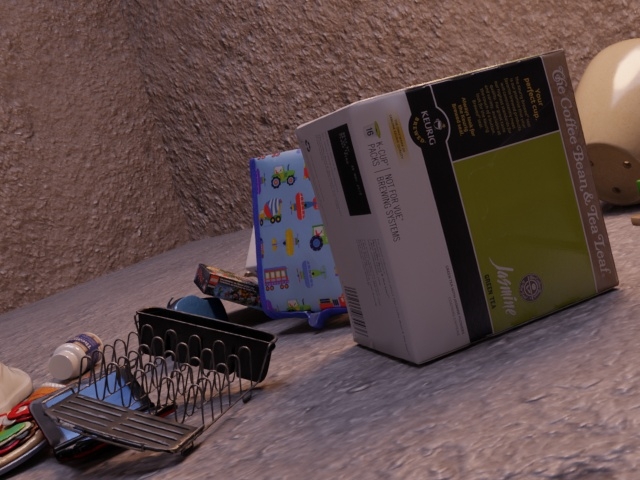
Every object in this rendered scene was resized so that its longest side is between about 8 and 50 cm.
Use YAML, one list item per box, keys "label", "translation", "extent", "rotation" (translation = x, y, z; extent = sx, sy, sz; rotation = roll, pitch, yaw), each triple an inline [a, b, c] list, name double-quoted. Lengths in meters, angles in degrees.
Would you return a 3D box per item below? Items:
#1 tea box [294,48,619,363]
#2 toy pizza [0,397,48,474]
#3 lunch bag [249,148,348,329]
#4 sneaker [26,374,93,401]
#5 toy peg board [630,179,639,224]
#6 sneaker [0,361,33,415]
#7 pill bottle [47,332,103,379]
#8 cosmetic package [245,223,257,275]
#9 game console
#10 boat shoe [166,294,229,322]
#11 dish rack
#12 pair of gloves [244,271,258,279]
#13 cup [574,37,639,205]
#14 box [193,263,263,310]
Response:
- label: "tea box"
  translation: [0.182, -0.050, 1.075]
  extent: [0.324, 0.329, 0.220]
  rotation: [-17, 6, -18]
- label: "toy pizza"
  translation: [-0.437, 0.265, 1.052]
  extent: [0.201, 0.032, 0.201]
  rotation: [-19, 15, 5]
- label: "lunch bag"
  translation: [0.000, 0.000, 1.309]
  extent: [0.221, 0.293, 0.138]
  rotation: [-7, -18, 31]
- label: "sneaker"
  translation: [-0.365, 0.243, 1.160]
  extent: [0.175, 0.064, 0.067]
  rotation: [-17, 27, 29]
- label: "toy peg board"
  translation: [0.643, -0.083, 1.356]
  extent: [0.161, 0.079, 0.161]
  rotation: [-17, 7, -8]
- label: "sneaker"
  translation: [-0.577, 0.237, 1.379]
  extent: [0.106, 0.123, 0.290]
  rotation: [-19, 6, -15]
- label: "pill bottle"
  translation: [-0.461, 0.219, 1.479]
  extent: [0.067, 0.067, 0.120]
  rotation: [-15, 7, 10]
- label: "cosmetic package"
  translation: [0.000, -0.034, 1.490]
  extent: [0.224, 0.224, 0.138]
  rotation: [-7, -29, 34]
- label: "game console"
  translation: [-0.277, 0.211, 1.001]
  extent: [0.144, 0.085, 0.124]
  rotation: [-21, -3, -38]
- label: "boat shoe"
  translation: [-0.237, 0.159, 1.426]
  extent: [0.089, 0.109, 0.258]
  rotation: [-22, -11, 7]
- label: "dish rack"
  translation: [-0.196, 0.169, 0.976]
  extent: [0.208, 0.074, 0.271]
  rotation: [9, 15, 19]
- label: "pair of gloves"
  translation: [-0.041, 0.025, 1.791]
  extent: [0.240, 0.042, 0.204]
  rotation: [-37, -17, 37]
- label: "cup"
  translation: [0.646, -0.209, 1.619]
  extent: [0.237, 0.331, 0.331]
  rotation: [-50, 23, -26]
- label: "box"
  translation: [-0.163, 0.096, 1.572]
  extent: [0.159, 0.044, 0.233]
  rotation: [18, -2, -14]
